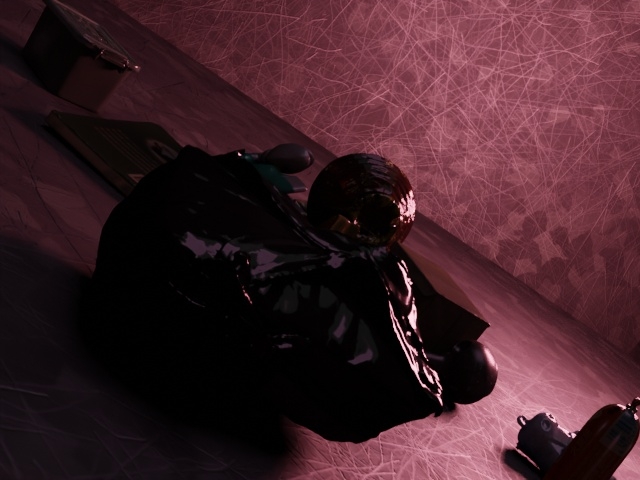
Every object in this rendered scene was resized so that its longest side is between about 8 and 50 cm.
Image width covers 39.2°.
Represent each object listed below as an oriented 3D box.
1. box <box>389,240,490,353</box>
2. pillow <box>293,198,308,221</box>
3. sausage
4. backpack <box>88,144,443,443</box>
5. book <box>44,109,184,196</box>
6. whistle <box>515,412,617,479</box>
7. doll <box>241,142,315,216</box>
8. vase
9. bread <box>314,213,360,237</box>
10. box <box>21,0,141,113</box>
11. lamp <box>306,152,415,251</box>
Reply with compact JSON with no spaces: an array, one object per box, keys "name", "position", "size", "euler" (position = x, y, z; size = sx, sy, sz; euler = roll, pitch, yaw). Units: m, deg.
[{"name":"box","position":[0.195,0.134,1.774],"size":[0.155,0.149,0.231],"euler":[30,13,-28]},{"name":"pillow","position":[0.051,-0.013,2.107],"size":[0.185,0.075,0.302],"euler":[51,18,22]},{"name":"sausage","position":[0.364,0.325,1.254],"size":[0.083,0.264,0.083],"euler":[35,8,-5]},{"name":"backpack","position":[-0.046,0.079,1.100],"size":[0.445,0.255,0.363],"euler":[34,18,-23]},{"name":"book","position":[-0.313,-0.137,1.661],"size":[0.260,0.043,0.371],"euler":[42,14,13]},{"name":"whistle","position":[0.459,0.408,1.613],"size":[0.269,0.093,0.180],"euler":[38,36,7]},{"name":"doll","position":[-0.102,-0.125,1.842],"size":[0.153,0.195,0.258],"euler":[-15,53,-37]},{"name":"vase","position":[0.227,0.229,1.636],"size":[0.182,0.120,0.120],"euler":[15,16,-10]},{"name":"bread","position":[0.003,-0.004,1.787],"size":[0.074,0.139,0.084],"euler":[26,16,-36]},{"name":"box","position":[-0.494,-0.371,1.817],"size":[0.163,0.135,0.243],"euler":[24,16,-49]},{"name":"lamp","position":[0.088,-0.067,1.893],"size":[0.247,0.247,0.247],"euler":[34,12,-8]}]
